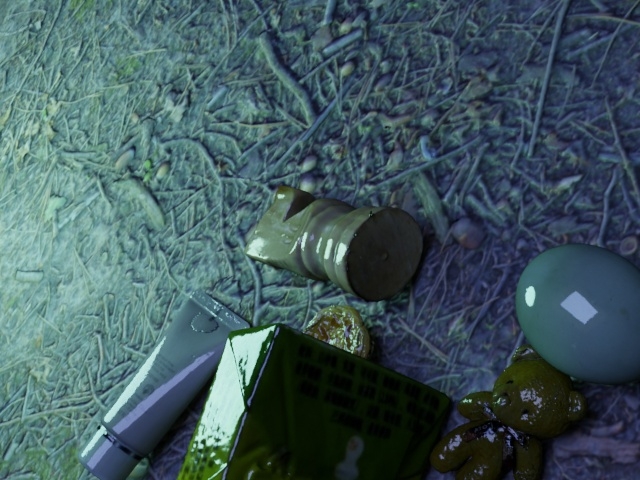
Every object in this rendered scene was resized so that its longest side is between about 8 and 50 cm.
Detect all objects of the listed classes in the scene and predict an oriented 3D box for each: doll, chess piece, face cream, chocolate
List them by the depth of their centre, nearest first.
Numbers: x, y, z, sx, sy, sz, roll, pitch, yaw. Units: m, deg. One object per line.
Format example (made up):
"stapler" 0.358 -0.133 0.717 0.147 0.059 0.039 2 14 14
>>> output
"doll" 0.215 0.225 1.447 0.209 0.097 0.137 -50 54 16
"chocolate" -0.020 0.273 1.479 0.137 0.301 0.288 5 73 53
"chess piece" 0.000 0.000 1.714 0.301 0.137 0.137 12 78 52
"face cream" -0.241 0.221 1.817 0.143 0.089 0.314 31 83 43

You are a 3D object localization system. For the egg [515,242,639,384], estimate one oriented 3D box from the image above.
"egg" 0.311 0.084 1.394 0.149 0.149 0.192 -54 48 5

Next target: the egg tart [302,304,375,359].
"egg tart" 0.025 0.152 1.654 0.130 0.052 0.130 -18 59 33
